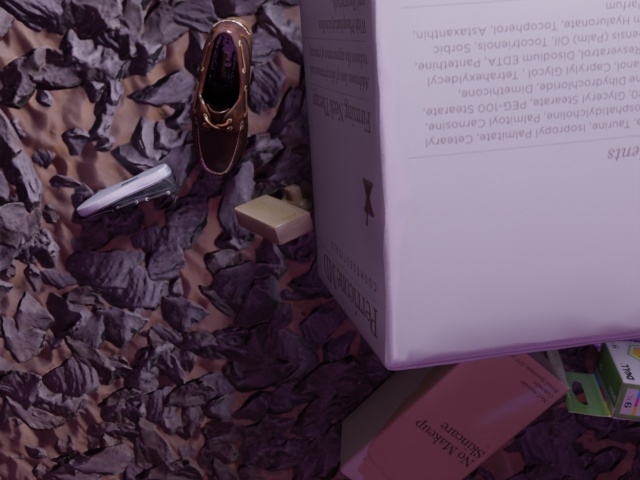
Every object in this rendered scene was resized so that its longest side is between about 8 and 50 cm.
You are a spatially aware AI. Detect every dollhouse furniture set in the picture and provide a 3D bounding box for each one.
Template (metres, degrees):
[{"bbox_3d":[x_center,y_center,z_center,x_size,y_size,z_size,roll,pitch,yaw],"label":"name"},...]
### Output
[{"bbox_3d":[0.000,0.000,1.141,0.151,0.144,0.123,-25,115,-24],"label":"dollhouse furniture set"}]

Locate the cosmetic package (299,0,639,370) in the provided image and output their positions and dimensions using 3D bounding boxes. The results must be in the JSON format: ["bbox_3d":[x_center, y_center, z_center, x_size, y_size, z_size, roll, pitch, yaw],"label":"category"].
[{"bbox_3d":[0.171,-0.123,0.905,0.327,0.329,0.394,-6,104,-11],"label":"cosmetic package"}]

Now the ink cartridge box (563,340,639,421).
[{"bbox_3d":[0.429,0.187,1.176,0.209,0.109,0.062,7,115,1],"label":"ink cartridge box"}]

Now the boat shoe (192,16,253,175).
[{"bbox_3d":[-0.126,-0.173,1.112,0.073,0.073,0.207,6,116,1],"label":"boat shoe"}]

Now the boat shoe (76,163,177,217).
[{"bbox_3d":[-0.258,-0.057,1.188,0.142,0.049,0.040,-23,111,12],"label":"boat shoe"}]

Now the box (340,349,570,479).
[{"bbox_3d":[0.179,0.233,1.244,0.148,0.121,0.311,37,112,-13],"label":"box"}]

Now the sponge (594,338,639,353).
[{"bbox_3d":[0.408,0.096,1.213,0.117,0.031,0.210,-39,107,20],"label":"sponge"}]
